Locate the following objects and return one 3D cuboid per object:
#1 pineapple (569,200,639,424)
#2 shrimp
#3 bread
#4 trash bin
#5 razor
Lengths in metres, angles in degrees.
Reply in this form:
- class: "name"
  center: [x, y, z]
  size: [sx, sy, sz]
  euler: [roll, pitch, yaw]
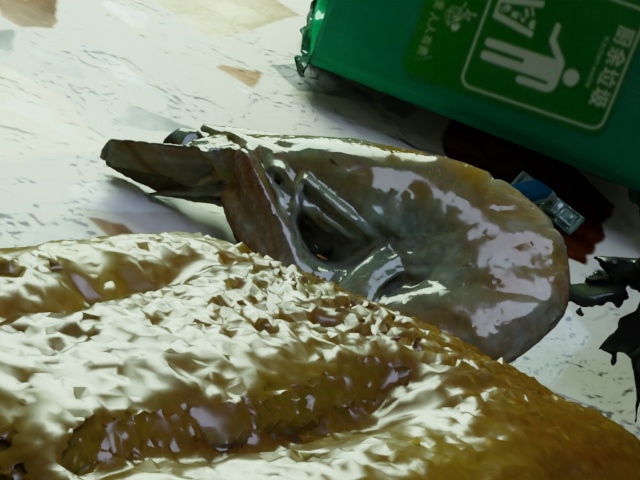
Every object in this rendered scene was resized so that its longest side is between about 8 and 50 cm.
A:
- class: "pineapple"
  center: [0.295, 0.031, 1.028]
  size: [0.364, 0.165, 0.165]
  euler: [-6, 40, -42]
- class: "shrimp"
  center: [0.000, 0.000, 0.921]
  size: [0.317, 0.077, 0.168]
  euler: [13, 50, 14]
- class: "bread"
  center: [-0.042, 0.091, 0.572]
  size: [0.337, 0.148, 0.328]
  euler: [25, 25, 37]
- class: "trash bin"
  center: [0.189, -0.206, 1.259]
  size: [0.381, 0.259, 0.295]
  euler: [17, 20, -6]
- class: "razor"
  center: [0.135, -0.024, 1.121]
  size: [0.068, 0.037, 0.191]
  euler: [40, 31, 25]
